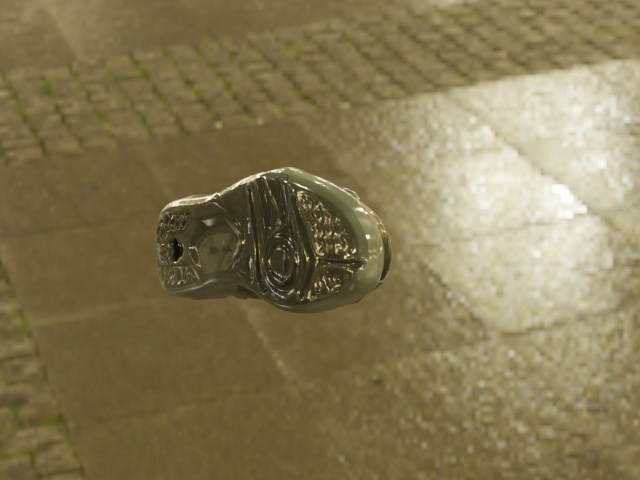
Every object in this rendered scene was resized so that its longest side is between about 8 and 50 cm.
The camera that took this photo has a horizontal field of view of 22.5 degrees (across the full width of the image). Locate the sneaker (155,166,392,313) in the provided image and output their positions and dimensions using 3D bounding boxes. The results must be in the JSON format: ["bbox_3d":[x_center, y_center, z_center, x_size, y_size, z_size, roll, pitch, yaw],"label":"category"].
[{"bbox_3d":[0.000,0.000,1.002,0.130,0.087,0.227,-5,-1,-31],"label":"sneaker"}]
